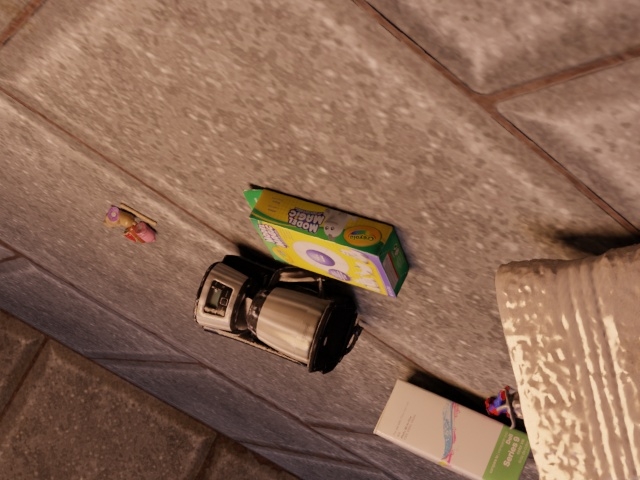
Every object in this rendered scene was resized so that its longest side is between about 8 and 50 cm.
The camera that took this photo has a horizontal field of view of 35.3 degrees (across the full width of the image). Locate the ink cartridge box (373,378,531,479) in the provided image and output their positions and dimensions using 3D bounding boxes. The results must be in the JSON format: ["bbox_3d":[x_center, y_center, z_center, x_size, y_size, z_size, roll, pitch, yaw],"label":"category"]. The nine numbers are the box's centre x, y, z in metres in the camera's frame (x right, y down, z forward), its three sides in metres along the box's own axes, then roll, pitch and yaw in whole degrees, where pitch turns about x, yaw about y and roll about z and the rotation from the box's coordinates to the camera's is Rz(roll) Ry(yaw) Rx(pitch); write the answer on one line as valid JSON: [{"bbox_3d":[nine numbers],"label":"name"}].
[{"bbox_3d":[0.194,0.288,1.470,0.212,0.093,0.154,21,170,12],"label":"ink cartridge box"}]

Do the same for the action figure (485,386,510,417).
[{"bbox_3d":[0.247,0.226,1.379,0.038,0.030,0.115,22,163,3],"label":"action figure"}]

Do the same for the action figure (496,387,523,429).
[{"bbox_3d":[0.267,0.132,0.927,0.099,0.185,0.285,-1,165,-39],"label":"action figure"}]

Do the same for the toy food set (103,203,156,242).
[{"bbox_3d":[-0.268,-0.016,1.415,0.078,0.019,0.122,30,160,-10],"label":"toy food set"}]

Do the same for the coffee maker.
[{"bbox_3d":[-0.055,0.100,1.295,0.178,0.120,0.171,20,160,19],"label":"coffee maker"}]

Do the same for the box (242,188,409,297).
[{"bbox_3d":[0.000,0.000,1.088,0.179,0.043,0.105,19,159,25],"label":"box"}]

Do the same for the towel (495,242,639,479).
[{"bbox_3d":[0.257,0.143,0.828,0.187,0.282,0.049,-11,-178,40],"label":"towel"}]
